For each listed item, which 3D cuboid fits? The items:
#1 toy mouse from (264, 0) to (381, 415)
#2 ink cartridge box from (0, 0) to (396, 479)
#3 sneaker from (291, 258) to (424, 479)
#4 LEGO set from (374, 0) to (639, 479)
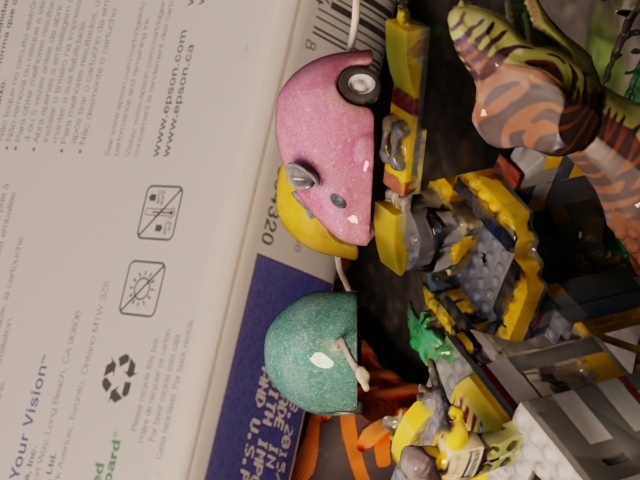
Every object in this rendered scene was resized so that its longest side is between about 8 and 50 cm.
[{"bbox_3d":[0.000,0.000,0.580,0.143,0.031,0.161,-88,0,-53],"label":"toy mouse"},{"bbox_3d":[-0.126,-0.027,0.771,0.330,0.071,0.324,5,79,42],"label":"ink cartridge box"},{"bbox_3d":[-0.004,0.054,0.747,0.321,0.124,0.180,4,88,43],"label":"sneaker"},{"bbox_3d":[0.083,-0.022,0.509,0.255,0.192,0.331,59,143,30],"label":"LEGO set"}]
